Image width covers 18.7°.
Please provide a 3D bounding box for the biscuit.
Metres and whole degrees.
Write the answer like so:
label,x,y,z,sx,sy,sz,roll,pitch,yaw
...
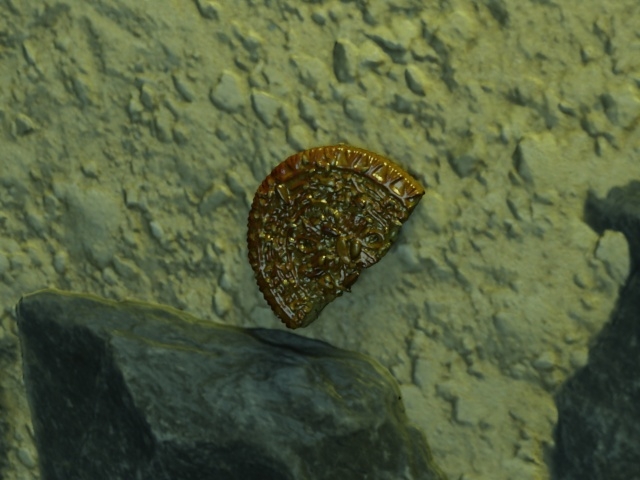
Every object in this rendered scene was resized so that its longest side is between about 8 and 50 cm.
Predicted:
label,x,y,z,sx,sy,sz,roll,pitch,yaw
biscuit,-0.004,-0.012,1.712,0.126,0.025,0.206,45,125,5
